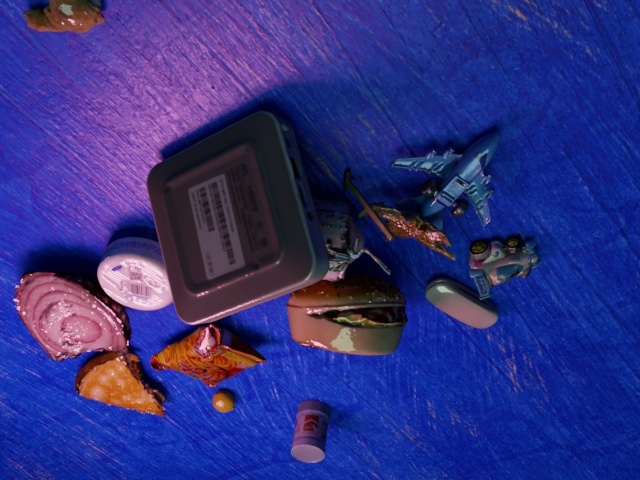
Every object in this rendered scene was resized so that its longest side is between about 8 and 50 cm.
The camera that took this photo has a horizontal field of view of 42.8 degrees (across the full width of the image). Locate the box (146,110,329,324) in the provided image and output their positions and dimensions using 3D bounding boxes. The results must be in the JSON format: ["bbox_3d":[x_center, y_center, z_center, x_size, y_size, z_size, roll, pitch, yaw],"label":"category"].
[{"bbox_3d":[-0.183,-0.042,1.697,0.373,0.367,0.090,-23,167,29],"label":"box"}]

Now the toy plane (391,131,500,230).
[{"bbox_3d":[0.280,-0.125,1.703,0.254,0.105,0.271,31,136,-13],"label":"toy plane"}]

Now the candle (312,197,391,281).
[{"bbox_3d":[0.000,0.000,1.811,0.330,0.187,0.187,8,136,-2],"label":"candle"}]

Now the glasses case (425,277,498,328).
[{"bbox_3d":[0.347,0.155,2.004,0.204,0.051,0.081,31,132,-21],"label":"glasses case"}]

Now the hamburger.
[{"bbox_3d":[0.067,0.166,1.915,0.300,0.300,0.176,4,92,5],"label":"hamburger"}]

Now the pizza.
[{"bbox_3d":[-0.564,0.403,2.384,0.287,0.074,0.251,18,135,-10],"label":"pizza"}]

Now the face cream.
[{"bbox_3d":[-0.439,0.076,2.009,0.206,0.111,0.206,5,133,5],"label":"face cream"}]

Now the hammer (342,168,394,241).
[{"bbox_3d":[0.101,-0.068,1.738,0.013,0.199,0.062,-19,143,-22],"label":"hammer"}]

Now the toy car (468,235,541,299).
[{"bbox_3d":[0.421,0.066,1.871,0.161,0.098,0.126,-9,135,20],"label":"toy car"}]

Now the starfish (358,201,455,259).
[{"bbox_3d":[0.198,-0.019,1.772,0.235,0.062,0.277,30,167,0],"label":"starfish"}]

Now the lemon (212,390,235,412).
[{"bbox_3d":[-0.286,0.478,2.424,0.062,0.062,0.083,-26,124,30],"label":"lemon"}]

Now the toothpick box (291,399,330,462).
[{"bbox_3d":[-0.027,0.559,2.398,0.101,0.153,0.101,4,135,4],"label":"toothpick box"}]

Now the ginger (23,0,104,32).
[{"bbox_3d":[-0.492,-0.432,1.537,0.165,0.067,0.096,-4,155,13],"label":"ginger"}]

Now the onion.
[{"bbox_3d":[-0.627,0.166,2.121,0.314,0.146,0.280,-6,121,26],"label":"onion"}]

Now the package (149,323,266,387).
[{"bbox_3d":[-0.298,0.316,2.236,0.223,0.108,0.288,34,138,-31],"label":"package"}]
